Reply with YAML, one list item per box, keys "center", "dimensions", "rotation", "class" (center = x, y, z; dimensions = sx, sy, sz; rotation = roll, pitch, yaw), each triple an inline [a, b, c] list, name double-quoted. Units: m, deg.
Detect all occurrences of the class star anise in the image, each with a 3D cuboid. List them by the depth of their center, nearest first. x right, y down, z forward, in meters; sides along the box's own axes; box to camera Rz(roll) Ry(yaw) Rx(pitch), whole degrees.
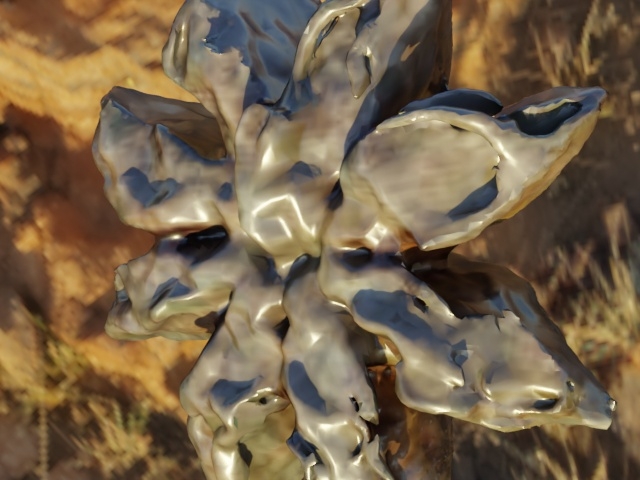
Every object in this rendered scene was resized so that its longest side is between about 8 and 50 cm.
- center: [-0.002, 0.000, 0.880]
  dimensions: [0.332, 0.117, 0.331]
  rotation: [0, 91, 37]
  class: "star anise"
